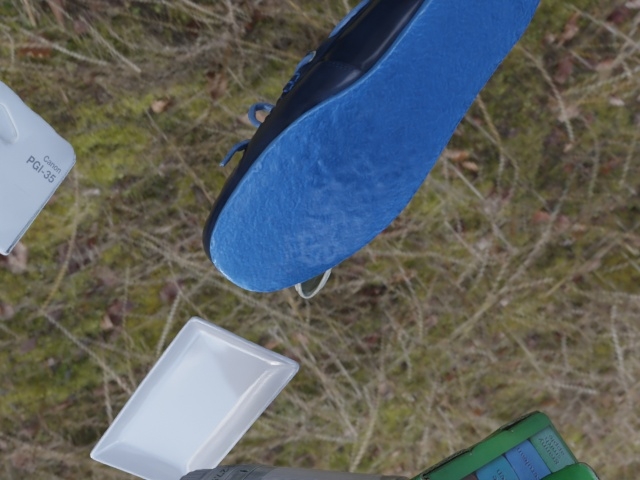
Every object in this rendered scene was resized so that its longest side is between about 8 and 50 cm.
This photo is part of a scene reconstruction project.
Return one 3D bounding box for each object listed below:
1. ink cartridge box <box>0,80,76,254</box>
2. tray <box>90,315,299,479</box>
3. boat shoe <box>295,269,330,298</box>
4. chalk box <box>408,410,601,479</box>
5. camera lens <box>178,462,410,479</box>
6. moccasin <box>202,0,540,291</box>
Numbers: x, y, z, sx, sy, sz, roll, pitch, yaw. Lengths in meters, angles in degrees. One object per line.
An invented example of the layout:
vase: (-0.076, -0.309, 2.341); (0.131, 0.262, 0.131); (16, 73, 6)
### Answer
ink cartridge box: (-0.390, -0.120, 0.803); (0.117, 0.283, 0.207); (-59, 146, -14)
tray: (-0.154, 0.198, 1.088); (0.145, 0.030, 0.270); (28, 121, -19)
boat shoe: (0.000, 0.000, 0.830); (0.049, 0.043, 0.137); (5, 142, -16)
chalk box: (0.118, 0.253, 0.667); (0.179, 0.180, 0.289); (-10, 154, -50)
camera lens: (-0.018, 0.350, 0.948); (0.275, 0.219, 0.219); (-1, 150, 23)
moccasin: (0.038, -0.102, 0.716); (0.342, 0.117, 0.137); (-45, 120, -4)
